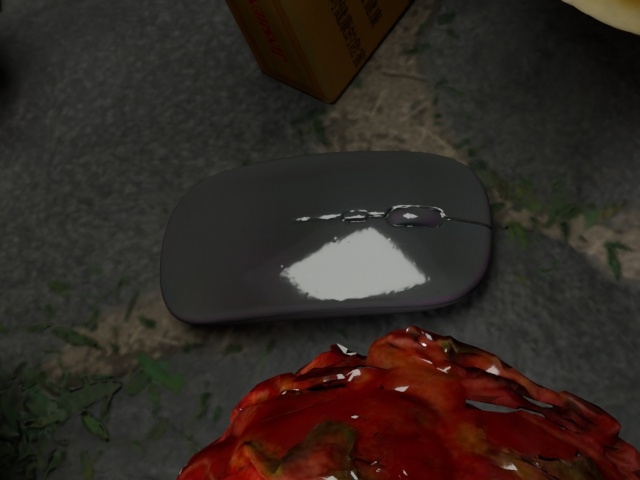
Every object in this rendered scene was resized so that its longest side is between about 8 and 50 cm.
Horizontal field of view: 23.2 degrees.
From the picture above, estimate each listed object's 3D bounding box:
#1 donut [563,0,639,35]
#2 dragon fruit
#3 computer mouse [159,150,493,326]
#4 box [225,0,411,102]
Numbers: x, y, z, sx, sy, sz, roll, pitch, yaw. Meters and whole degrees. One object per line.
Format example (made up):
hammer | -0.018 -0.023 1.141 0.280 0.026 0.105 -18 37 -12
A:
donut | 0.232 -0.337 0.989 0.449 0.198 0.449 5 78 -23
dragon fruit | 0.033 0.203 0.788 0.295 0.296 0.301 34 68 29
computer mouse | -0.001 -0.001 1.047 0.232 0.057 0.120 -4 61 15
box | 0.038 -0.256 1.109 0.076 0.174 0.274 29 74 26
